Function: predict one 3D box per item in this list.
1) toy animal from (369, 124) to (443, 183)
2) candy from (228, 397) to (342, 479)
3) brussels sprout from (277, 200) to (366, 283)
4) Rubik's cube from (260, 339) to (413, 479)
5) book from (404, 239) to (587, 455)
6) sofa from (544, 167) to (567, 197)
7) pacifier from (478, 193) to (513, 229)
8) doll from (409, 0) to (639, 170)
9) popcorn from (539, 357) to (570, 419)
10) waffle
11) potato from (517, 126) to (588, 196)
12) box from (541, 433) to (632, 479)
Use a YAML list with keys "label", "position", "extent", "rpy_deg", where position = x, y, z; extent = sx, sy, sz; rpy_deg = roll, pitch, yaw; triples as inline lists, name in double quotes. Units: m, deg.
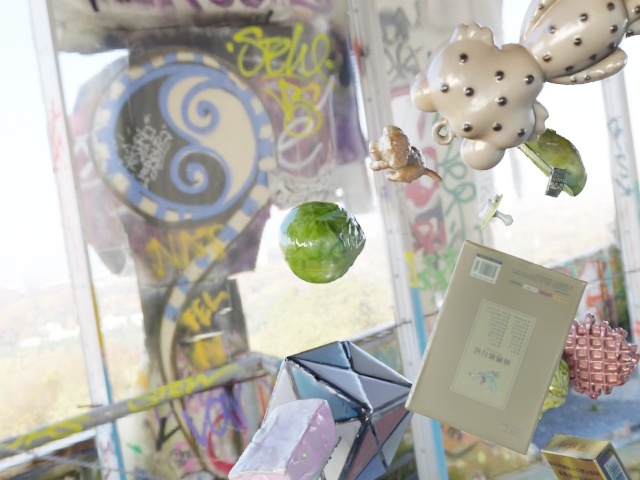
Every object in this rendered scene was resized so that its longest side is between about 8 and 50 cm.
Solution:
- label: "toy animal"
  position: [0.207, -0.196, 1.658]
  extent: [0.183, 0.104, 0.185]
  rpy_deg: [20, -12, 8]
- label: "candy"
  position: [-0.072, 0.468, 1.547]
  extent: [0.155, 0.116, 0.265]
  rpy_deg: [-12, 17, 26]
- label: "brussels sprout"
  position: [0.000, 0.000, 1.922]
  extent: [0.243, 0.244, 0.244]
  rpy_deg: [-8, 1, 0]
- label: "Rubik's cube"
  position: [0.043, 0.479, 1.939]
  extent: [0.310, 0.307, 0.305]
  rpy_deg: [30, 22, 31]
- label: "book"
  position: [0.296, 0.179, 1.203]
  extent: [0.216, 0.311, 0.021]
  rpy_deg: [20, 0, 9]
- label: "sofa"
  position: [0.623, -0.152, 1.876]
  extent: [0.039, 0.060, 0.118]
  rpy_deg: [13, -4, 12]
- label: "pacifier"
  position: [0.346, -0.052, 1.376]
  extent: [0.064, 0.083, 0.068]
  rpy_deg: [31, 43, 6]
- label: "doll"
  position: [0.234, -0.189, 0.746]
  extent: [0.278, 0.154, 0.119]
  rpy_deg: [-27, 16, 16]
- label: "popcorn"
  position: [0.533, 0.356, 1.790]
  extent: [0.187, 0.185, 0.167]
  rpy_deg: [-38, -31, -18]
- label: "waffle"
  position: [0.696, 0.299, 1.822]
  extent: [0.234, 0.221, 0.055]
  rpy_deg: [-51, -5, 36]
- label: "potato"
  position: [0.667, -0.250, 2.022]
  extent: [0.111, 0.272, 0.160]
  rpy_deg: [-42, -27, 7]
- label: "box"
  position: [0.596, 0.533, 1.514]
  extent: [0.071, 0.240, 0.159]
  rpy_deg: [-36, 10, -28]
